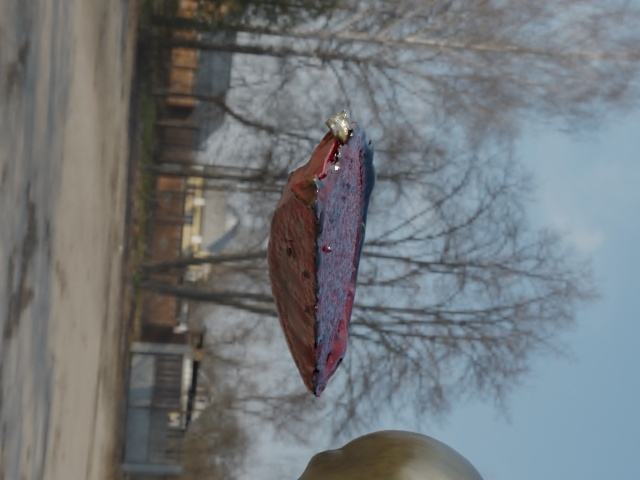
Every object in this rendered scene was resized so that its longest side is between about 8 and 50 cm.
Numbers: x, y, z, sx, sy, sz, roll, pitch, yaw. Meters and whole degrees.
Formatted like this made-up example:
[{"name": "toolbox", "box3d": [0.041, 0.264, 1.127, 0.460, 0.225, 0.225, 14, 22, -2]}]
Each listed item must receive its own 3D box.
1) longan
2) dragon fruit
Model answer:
[{"name": "longan", "box3d": [0.091, 0.446, 1.387, 0.361, 0.361, 0.360, -176, -90, -81]}, {"name": "dragon fruit", "box3d": [0.000, 0.000, 1.196, 0.282, 0.100, 0.343, -60, 156, -48]}]
